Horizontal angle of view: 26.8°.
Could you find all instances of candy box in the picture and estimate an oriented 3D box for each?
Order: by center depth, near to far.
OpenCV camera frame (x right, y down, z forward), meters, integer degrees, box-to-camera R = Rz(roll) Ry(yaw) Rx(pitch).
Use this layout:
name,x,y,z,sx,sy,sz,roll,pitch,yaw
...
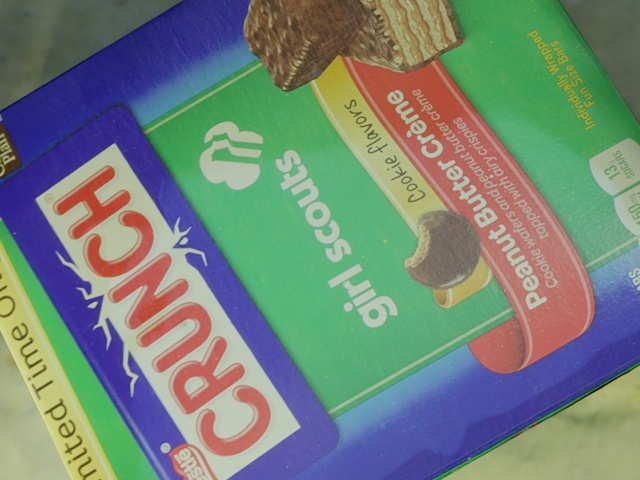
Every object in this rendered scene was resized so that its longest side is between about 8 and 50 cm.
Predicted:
name,x,y,z,sx,sy,sz,roll,pitch,yaw
candy box,0.000,0.000,0.681,0.317,0.122,0.268,-31,77,4
